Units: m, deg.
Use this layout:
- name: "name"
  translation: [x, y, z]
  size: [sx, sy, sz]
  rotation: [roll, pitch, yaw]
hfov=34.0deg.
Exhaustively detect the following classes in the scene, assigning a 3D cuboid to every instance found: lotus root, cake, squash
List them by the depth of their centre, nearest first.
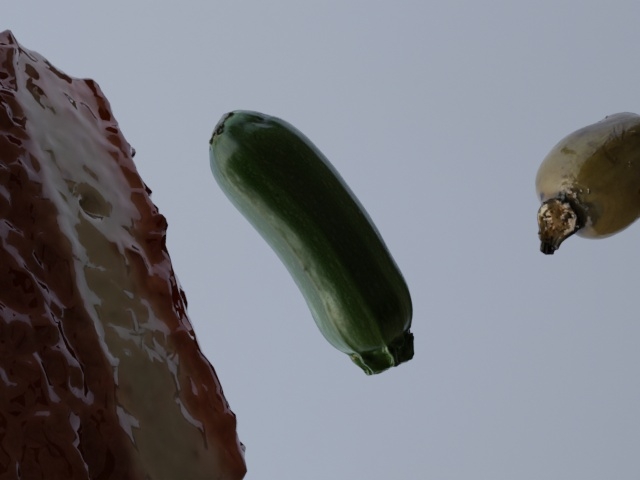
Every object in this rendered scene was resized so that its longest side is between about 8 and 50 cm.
- name: "cake"
  translation: [-0.240, 0.060, 0.470]
  size: [0.319, 0.269, 0.270]
  rotation: [8, -126, -53]
- name: "squash"
  translation: [0.000, 0.000, 0.733]
  size: [0.077, 0.068, 0.219]
  rotation: [-38, -76, -25]
- name: "lotus root"
  translation: [0.323, -0.069, 1.222]
  size: [0.221, 0.125, 0.118]
  rotation: [-35, -45, -18]
